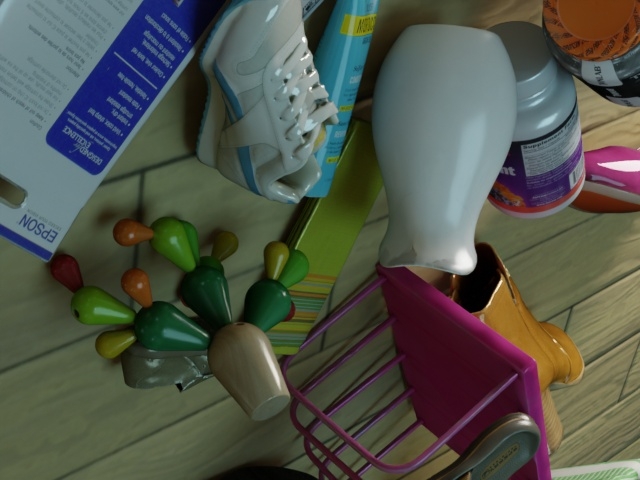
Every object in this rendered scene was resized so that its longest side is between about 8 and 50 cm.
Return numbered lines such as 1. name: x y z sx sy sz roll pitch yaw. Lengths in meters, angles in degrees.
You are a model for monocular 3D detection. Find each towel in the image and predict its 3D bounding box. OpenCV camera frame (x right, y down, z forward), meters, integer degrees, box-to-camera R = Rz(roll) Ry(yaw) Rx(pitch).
1. towel: 0.000 0.000 1.177 0.102 0.021 0.237 10 109 -60
2. towel: 0.239 0.319 1.590 0.325 0.248 0.038 0 79 -52

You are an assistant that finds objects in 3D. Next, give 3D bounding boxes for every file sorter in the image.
1. file sorter: 0.096 0.207 1.306 0.182 0.202 0.291 -39 141 -18

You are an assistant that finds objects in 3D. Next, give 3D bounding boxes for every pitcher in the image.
1. pitcher: 0.105 -0.078 1.134 0.178 0.125 0.207 -25 121 -87

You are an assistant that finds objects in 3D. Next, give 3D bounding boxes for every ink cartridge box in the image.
1. ink cartridge box: -0.142 -0.159 0.818 0.333 0.065 0.165 -55 148 -4

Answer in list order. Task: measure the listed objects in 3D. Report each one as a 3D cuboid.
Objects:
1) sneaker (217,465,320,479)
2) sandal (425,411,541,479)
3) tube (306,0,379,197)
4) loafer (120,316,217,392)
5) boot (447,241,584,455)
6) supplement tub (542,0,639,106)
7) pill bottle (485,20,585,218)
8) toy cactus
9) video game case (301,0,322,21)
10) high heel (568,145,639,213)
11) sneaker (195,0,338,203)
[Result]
1. sneaker: -0.090 0.304 1.264 0.227 0.087 0.130 -14 131 -42
2. sandal: 0.129 0.249 1.163 0.219 0.060 0.090 -38 140 -14
3. tube: 0.012 -0.139 1.047 0.080 0.052 0.207 -54 164 -70
4. loafer: -0.113 0.099 1.088 0.148 0.056 0.050 6 114 -43
5. boot: 0.218 0.091 1.445 0.295 0.104 0.211 -67 136 -65
6. supplement tub: 0.268 -0.190 1.142 0.117 0.117 0.190 -62 156 9
7. pill bottle: 0.197 -0.117 1.242 0.108 0.108 0.193 -45 145 -17
8. toy cactus: -0.088 0.063 0.987 0.219 0.180 0.112 0 138 -46
9. video game case: 0.034 -0.252 0.932 0.190 0.022 0.173 -48 174 -11
10. high heel: 0.390 -0.120 1.526 0.377 0.127 0.181 5 85 -49
11. sneaker: -0.031 -0.110 0.918 0.087 0.092 0.229 -53 168 -25
